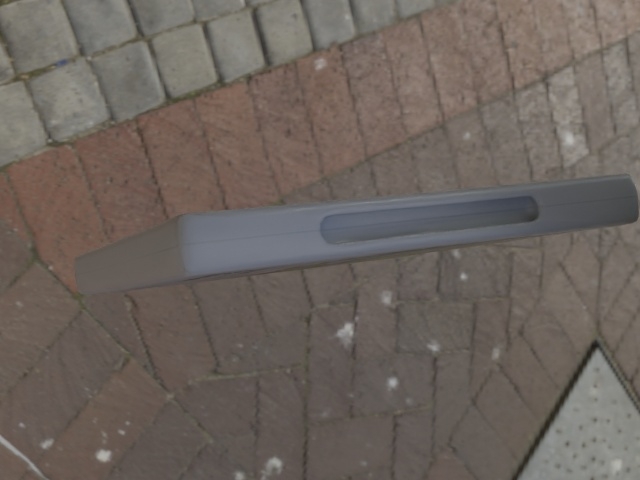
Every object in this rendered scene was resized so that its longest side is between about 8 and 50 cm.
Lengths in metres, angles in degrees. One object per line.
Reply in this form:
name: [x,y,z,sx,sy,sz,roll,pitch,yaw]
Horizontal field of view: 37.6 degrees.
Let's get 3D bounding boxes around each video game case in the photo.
video game case: [0.000,0.000,0.466,0.206,0.227,0.026,-6,87,-24]
